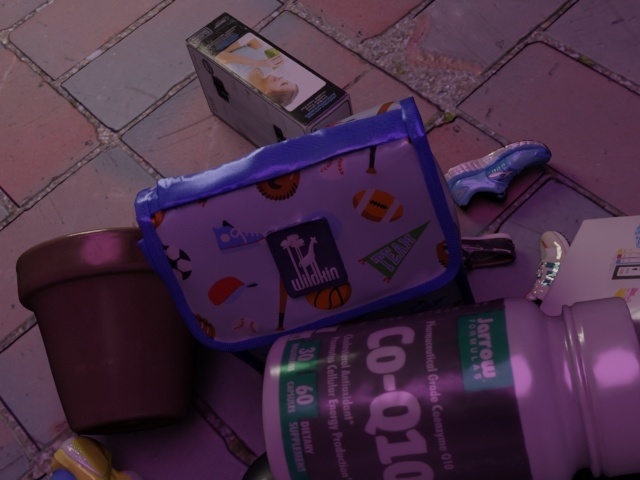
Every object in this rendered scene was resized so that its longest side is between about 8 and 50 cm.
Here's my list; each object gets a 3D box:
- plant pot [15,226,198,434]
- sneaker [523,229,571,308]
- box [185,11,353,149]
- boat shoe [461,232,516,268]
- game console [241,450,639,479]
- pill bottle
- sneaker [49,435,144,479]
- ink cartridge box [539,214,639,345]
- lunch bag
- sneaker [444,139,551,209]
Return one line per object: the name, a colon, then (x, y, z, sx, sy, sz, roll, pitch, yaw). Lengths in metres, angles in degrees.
plant pot: (-0.255, 0.127, 1.171, 0.263, 0.263, 0.229, -11, 72, 5)
sneaker: (0.300, 0.057, 1.187, 0.075, 0.057, 0.161, -8, 58, 0)
box: (-0.071, -0.210, 1.383, 0.087, 0.169, 0.290, -40, 56, -17)
boat shoe: (0.207, 0.021, 1.242, 0.125, 0.046, 0.038, -6, 51, -1)
game console: (0.122, 0.274, 1.001, 0.342, 0.060, 0.387, -40, 39, -19)
pill bottle: (0.139, 0.169, 0.917, 0.361, 0.204, 0.204, -11, 55, 13)
sneaker: (-0.252, 0.357, 1.111, 0.240, 0.091, 0.126, 39, 102, 20)
ink cartridge box: (0.403, 0.083, 1.019, 0.233, 0.171, 0.168, -6, 42, 52)
lunch bag: (0.000, 0.000, 1.067, 0.328, 0.385, 0.238, -17, 64, 7)
sneaker: (0.261, -0.090, 1.304, 0.162, 0.063, 0.073, -23, 73, 2)
